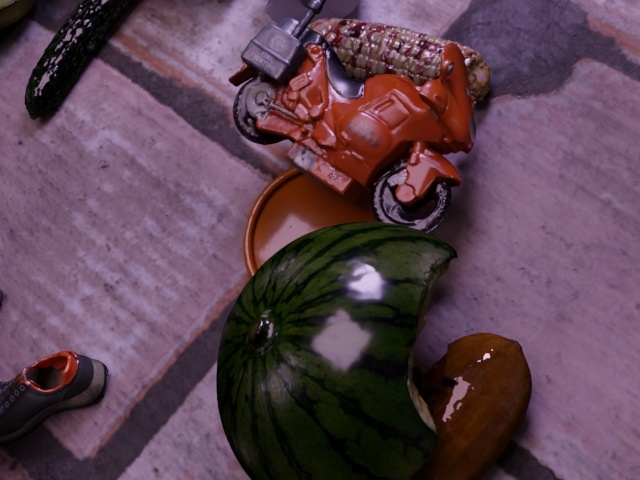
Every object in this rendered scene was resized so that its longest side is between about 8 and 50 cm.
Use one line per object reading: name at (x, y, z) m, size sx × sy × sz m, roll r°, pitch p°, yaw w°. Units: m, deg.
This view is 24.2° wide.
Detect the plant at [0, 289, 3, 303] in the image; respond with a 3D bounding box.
plant at (-0.498, 0.189, 1.832) m, size 0.305 × 0.297 × 0.261 m, roll 5°, pitch 93°, yaw 24°

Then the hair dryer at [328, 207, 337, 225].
hair dryer at (0.018, -0.057, 1.800) m, size 0.026 × 0.047 × 0.083 m, roll 2°, pitch 78°, yaw 27°

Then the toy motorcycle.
toy motorcycle at (0.051, -0.159, 1.723) m, size 0.325 × 0.148 × 0.221 m, roll 34°, pitch 87°, yaw 24°

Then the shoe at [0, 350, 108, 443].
shoe at (-0.358, 0.184, 1.820) m, size 0.194 × 0.077 × 0.074 m, roll -22°, pitch 55°, yaw 13°

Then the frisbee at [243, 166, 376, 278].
frisbee at (0.000, 0.000, 1.766) m, size 0.192 × 0.035 × 0.192 m, roll -5°, pitch 76°, yaw 21°

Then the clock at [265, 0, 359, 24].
clock at (-0.011, -0.426, 1.955) m, size 0.188 × 0.189 × 0.254 m, roll -6°, pitch 48°, yaw 23°

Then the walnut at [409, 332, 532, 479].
walnut at (0.142, 0.187, 1.555) m, size 0.115 × 0.116 × 0.207 m, roll 29°, pitch 83°, yaw 35°

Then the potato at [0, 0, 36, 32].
potato at (-0.523, -0.342, 2.180) m, size 0.271 × 0.111 × 0.160 m, roll -21°, pitch 62°, yaw -3°

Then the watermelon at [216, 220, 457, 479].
watermelon at (-0.006, 0.110, 1.564) m, size 0.330 × 0.189 × 0.331 m, roll -33°, pitch 35°, yaw 27°

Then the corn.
corn at (0.090, -0.219, 1.827) m, size 0.253 × 0.086 × 0.086 m, roll 15°, pitch 70°, yaw 30°

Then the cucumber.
cucumber at (-0.342, -0.275, 2.084) m, size 0.067 × 0.067 × 0.245 m, roll 31°, pitch 80°, yaw 35°
